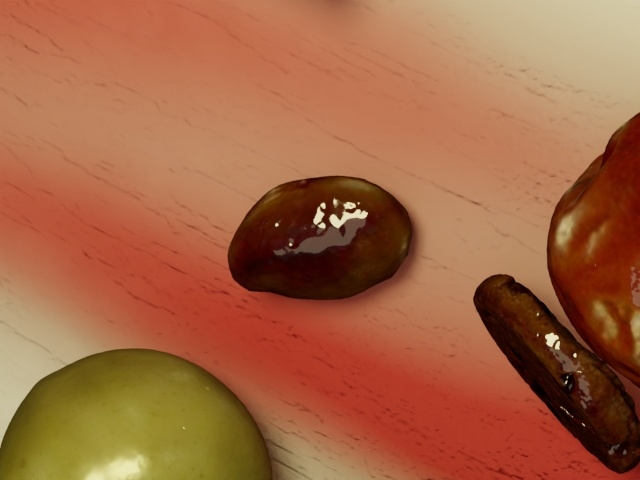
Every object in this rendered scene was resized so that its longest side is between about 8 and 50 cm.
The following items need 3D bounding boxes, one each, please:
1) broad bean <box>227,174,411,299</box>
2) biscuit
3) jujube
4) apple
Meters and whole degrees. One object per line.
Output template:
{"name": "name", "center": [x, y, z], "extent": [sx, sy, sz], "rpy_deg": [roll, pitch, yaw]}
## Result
{"name": "broad bean", "center": [0.000, 0.000, 1.186], "extent": [0.165, 0.084, 0.114], "rpy_deg": [-2, 126, 16]}
{"name": "biscuit", "center": [0.195, 0.106, 1.101], "extent": [0.049, 0.192, 0.192], "rpy_deg": [-36, 95, -5]}
{"name": "jujube", "center": [0.326, 0.033, 0.996], "extent": [0.318, 0.223, 0.223], "rpy_deg": [33, 119, 3]}
{"name": "apple", "center": [-0.180, 0.228, 1.242], "extent": [0.262, 0.262, 0.262], "rpy_deg": [8, 113, 19]}
